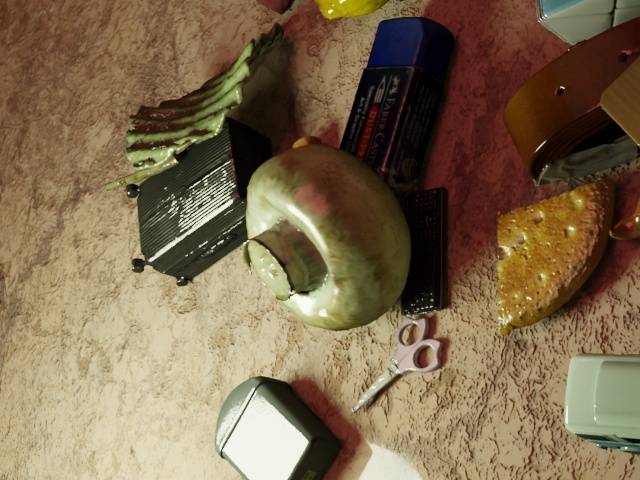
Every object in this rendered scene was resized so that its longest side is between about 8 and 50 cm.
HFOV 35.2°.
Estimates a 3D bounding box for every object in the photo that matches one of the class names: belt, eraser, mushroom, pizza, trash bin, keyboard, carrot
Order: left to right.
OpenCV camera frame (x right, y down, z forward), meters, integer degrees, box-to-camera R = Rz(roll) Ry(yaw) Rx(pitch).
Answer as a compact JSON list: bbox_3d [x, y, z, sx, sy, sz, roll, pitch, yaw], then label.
[{"bbox_3d":[-0.088,0.362,1.843,0.236,0.101,0.176,36,99,44],"label":"trash bin"},{"bbox_3d":[-0.005,-0.106,1.986,0.061,0.061,0.209,-33,58,32],"label":"carrot"},{"bbox_3d":[0.000,0.000,1.747,0.260,0.352,0.352,-35,33,-29],"label":"mushroom"},{"bbox_3d":[0.139,-0.244,1.855,0.155,0.102,0.332,7,78,48],"label":"eraser"},{"bbox_3d":[0.180,0.019,1.767,0.094,0.025,0.230,-14,64,38],"label":"keyboard"},{"bbox_3d":[0.349,0.012,1.576,0.197,0.058,0.292,39,100,47],"label":"pizza"},{"bbox_3d":[0.429,-0.206,1.471,0.339,0.217,0.122,-28,61,30],"label":"belt"}]

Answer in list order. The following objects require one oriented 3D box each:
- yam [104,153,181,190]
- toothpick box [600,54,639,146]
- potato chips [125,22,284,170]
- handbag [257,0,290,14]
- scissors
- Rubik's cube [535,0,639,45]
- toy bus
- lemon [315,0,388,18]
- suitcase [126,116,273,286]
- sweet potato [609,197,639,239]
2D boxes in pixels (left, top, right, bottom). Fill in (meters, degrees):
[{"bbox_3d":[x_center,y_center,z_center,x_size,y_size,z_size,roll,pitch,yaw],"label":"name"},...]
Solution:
[{"bbox_3d":[-0.385,-0.145,2.178,0.234,0.027,0.029,-16,61,36],"label":"yam"},{"bbox_3d":[0.536,-0.134,1.263,0.187,0.308,0.190,-49,47,19],"label":"toothpick box"},{"bbox_3d":[-0.250,-0.314,2.156,0.389,0.097,0.373,-29,22,26],"label":"potato chips"},{"bbox_3d":[-0.128,-0.620,2.248,0.135,0.146,0.225,-54,45,22],"label":"handbag"},{"bbox_3d":[0.126,0.226,1.738,0.212,0.021,0.110,-49,49,19],"label":"scissors"},{"bbox_3d":[0.470,-0.422,1.510,0.231,0.221,0.224,-19,62,39],"label":"Rubik's cube"},{"bbox_3d":[0.460,0.212,1.302,0.271,0.165,0.133,-5,70,44],"label":"toy bus"},{"bbox_3d":[0.066,-0.572,1.973,0.236,0.236,0.263,-2,99,45],"label":"lemon"},{"bbox_3d":[-0.250,-0.081,2.143,0.335,0.152,0.229,-33,53,32],"label":"suitcase"},{"bbox_3d":[0.502,-0.072,1.458,0.202,0.055,0.058,-47,47,20],"label":"sweet potato"}]
